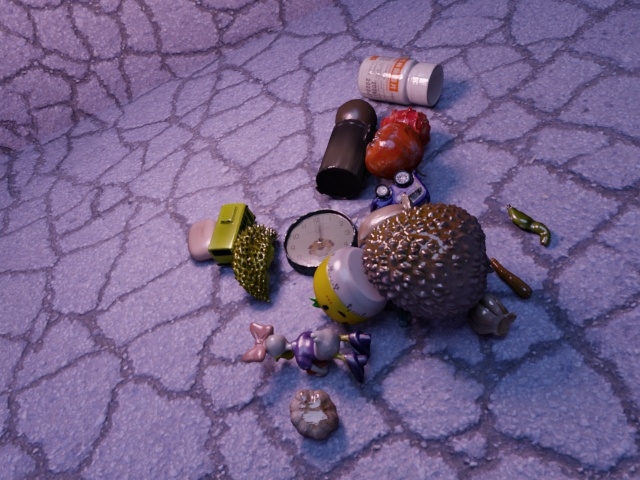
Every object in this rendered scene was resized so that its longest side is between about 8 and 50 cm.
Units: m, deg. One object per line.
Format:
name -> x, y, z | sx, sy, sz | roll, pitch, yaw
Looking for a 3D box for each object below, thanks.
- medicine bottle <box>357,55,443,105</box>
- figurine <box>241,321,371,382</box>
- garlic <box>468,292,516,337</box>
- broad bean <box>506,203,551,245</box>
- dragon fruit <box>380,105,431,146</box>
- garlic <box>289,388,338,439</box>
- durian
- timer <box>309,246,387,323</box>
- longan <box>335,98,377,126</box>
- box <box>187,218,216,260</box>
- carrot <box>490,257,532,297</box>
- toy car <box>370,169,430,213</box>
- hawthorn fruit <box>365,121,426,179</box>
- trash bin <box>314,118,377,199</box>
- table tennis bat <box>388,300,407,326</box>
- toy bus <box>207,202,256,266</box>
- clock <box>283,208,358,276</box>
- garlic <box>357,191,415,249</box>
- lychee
medicine bottle -> 0.383, -0.768, 2.445 | 0.372, 0.211, 0.211 | 18, 59, 30
figurine -> -0.041, 0.358, 1.671 | 0.421, 0.193, 0.154 | -4, 54, 21
garlic -> 0.527, 0.216, 1.645 | 0.127, 0.131, 0.194 | 3, 33, -22
broad bean -> 0.754, -0.060, 1.848 | 0.070, 0.048, 0.213 | -31, 52, -9
dragon fruit -> 0.352, -0.473, 2.228 | 0.268, 0.210, 0.205 | -20, 5, 43
garlic -> -0.020, 0.538, 1.574 | 0.159, 0.102, 0.147 | 29, 69, 15
durian -> -0.250, 0.065, 1.999 | 0.158, 0.169, 0.355 | -10, 48, 19
timer -> 0.074, 0.178, 1.766 | 0.285, 0.285, 0.285 | -9, 50, 11
longan -> 0.163, -0.553, 2.353 | 0.197, 0.196, 0.220 | 7, 54, 23
box -> -0.499, -0.004, 2.186 | 0.146, 0.088, 0.200 | -15, 50, 5
carrot -> 0.645, 0.125, 1.737 | 0.047, 0.047, 0.191 | -30, 45, -7
toy car -> 0.317, -0.151, 1.998 | 0.235, 0.172, 0.158 | -34, 64, -5
hawthorn fruit -> 0.321, -0.339, 2.052 | 0.272, 0.242, 0.241 | 28, 55, -12
trash bin -> 0.112, -0.350, 2.193 | 0.252, 0.203, 0.301 | -17, 42, 42
table tennis bat -> 0.288, 0.214, 1.787 | 0.124, 0.033, 0.201 | -6, 48, 16
toy bus -> -0.368, -0.032, 2.125 | 0.128, 0.150, 0.262 | -3, 53, 17
clock -> 0.000, 0.002, 2.037 | 0.313, 0.061, 0.312 | -9, 50, 11
garlic -> 0.264, -0.029, 1.842 | 0.292, 0.237, 0.210 | -43, 74, 28
lychee -> 0.347, 0.062, 1.621 | 0.433, 0.380, 0.380 | 6, 49, -10
